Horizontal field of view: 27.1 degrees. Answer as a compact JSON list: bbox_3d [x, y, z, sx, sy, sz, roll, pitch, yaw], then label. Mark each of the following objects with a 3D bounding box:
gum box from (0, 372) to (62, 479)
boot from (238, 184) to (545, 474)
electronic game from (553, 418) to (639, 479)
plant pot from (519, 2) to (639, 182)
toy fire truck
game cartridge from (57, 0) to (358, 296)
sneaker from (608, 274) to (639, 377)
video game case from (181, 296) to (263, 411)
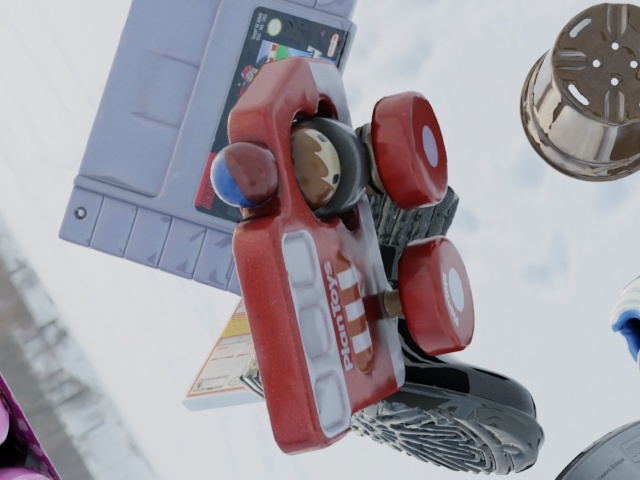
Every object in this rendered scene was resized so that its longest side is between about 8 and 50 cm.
[{"bbox_3d":[-0.227,0.109,0.775,0.107,0.062,0.188,-10,112,45],"label":"gum box"},{"bbox_3d":[0.095,0.062,1.282,0.348,0.260,0.131,12,156,38],"label":"boot"},{"bbox_3d":[0.190,0.202,0.673,0.229,0.229,0.048,61,155,-7],"label":"electronic game"},{"bbox_3d":[0.293,-0.160,1.367,0.167,0.167,0.165,57,178,12],"label":"plant pot"},{"bbox_3d":[0.000,0.000,1.068,0.254,0.169,0.302,-13,-88,-69],"label":"toy fire truck"},{"bbox_3d":[-0.106,-0.137,1.349,0.230,0.355,0.068,17,179,9],"label":"game cartridge"},{"bbox_3d":[0.522,0.159,1.707,0.323,0.236,0.130,46,150,23],"label":"sneaker"},{"bbox_3d":[-0.050,0.107,1.771,0.204,0.285,0.025,-13,125,38],"label":"video game case"}]
